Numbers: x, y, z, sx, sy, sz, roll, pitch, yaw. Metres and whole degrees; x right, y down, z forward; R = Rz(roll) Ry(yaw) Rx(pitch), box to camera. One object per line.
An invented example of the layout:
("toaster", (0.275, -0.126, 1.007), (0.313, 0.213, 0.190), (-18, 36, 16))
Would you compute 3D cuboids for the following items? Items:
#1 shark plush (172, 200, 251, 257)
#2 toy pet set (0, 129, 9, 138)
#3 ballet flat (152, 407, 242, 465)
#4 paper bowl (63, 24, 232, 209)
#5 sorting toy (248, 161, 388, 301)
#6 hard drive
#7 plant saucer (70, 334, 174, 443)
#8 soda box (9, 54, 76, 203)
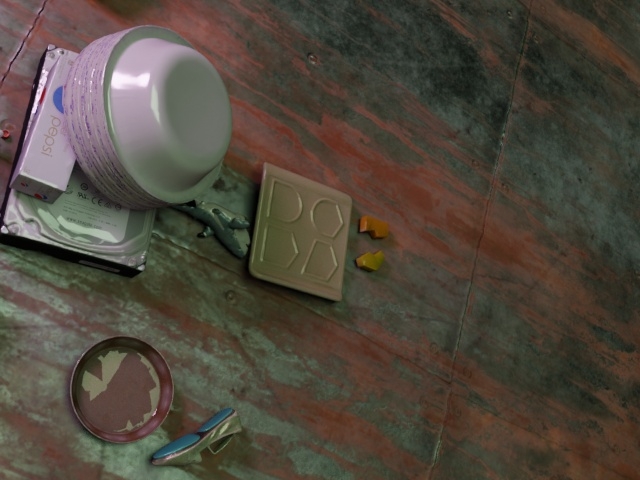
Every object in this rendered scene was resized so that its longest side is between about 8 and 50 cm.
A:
("shark plush", (-0.190, -0.029, 1.495), (0.161, 0.073, 0.067), (26, 94, -30))
("toy pet set", (-0.550, -0.195, 1.306), (0.114, 0.065, 0.122), (-41, 98, -35))
("ballet flat", (-0.193, 0.332, 1.380), (0.168, 0.057, 0.052), (-28, 101, -35))
("paper bowl", (-0.249, -0.195, 1.340), (0.284, 0.148, 0.284), (16, 71, -57))
("sorting toy", (0.000, 0.000, 1.617), (0.307, 0.041, 0.229), (19, 66, -34))
("hard drive", (-0.376, -0.130, 1.401), (0.236, 0.064, 0.339), (19, 65, -27))
("plant saucer", (-0.315, 0.236, 1.346), (0.168, 0.029, 0.169), (10, 70, -29))
("soda box", (-0.406, -0.172, 1.312), (0.073, 0.069, 0.216), (22, 64, -26))
